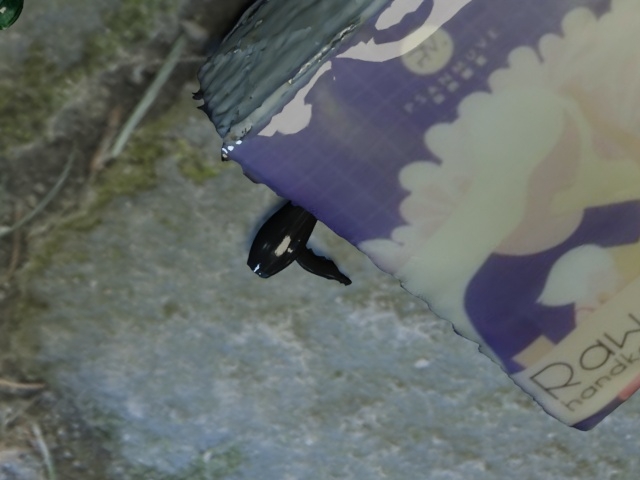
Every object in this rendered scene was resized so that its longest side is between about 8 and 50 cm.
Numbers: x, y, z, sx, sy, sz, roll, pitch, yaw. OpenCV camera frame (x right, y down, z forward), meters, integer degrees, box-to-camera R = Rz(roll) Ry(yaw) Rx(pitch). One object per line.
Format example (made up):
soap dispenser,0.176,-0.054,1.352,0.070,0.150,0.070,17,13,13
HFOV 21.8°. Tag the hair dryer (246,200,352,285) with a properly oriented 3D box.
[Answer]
hair dryer,0.000,0.000,1.055,0.079,0.031,0.083,-50,135,7

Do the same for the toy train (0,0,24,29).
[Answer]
toy train,-0.243,-0.144,0.866,0.170,0.071,0.111,30,117,-29

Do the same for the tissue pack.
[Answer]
tissue pack,0.129,-0.061,0.984,0.242,0.125,0.344,-44,123,12
